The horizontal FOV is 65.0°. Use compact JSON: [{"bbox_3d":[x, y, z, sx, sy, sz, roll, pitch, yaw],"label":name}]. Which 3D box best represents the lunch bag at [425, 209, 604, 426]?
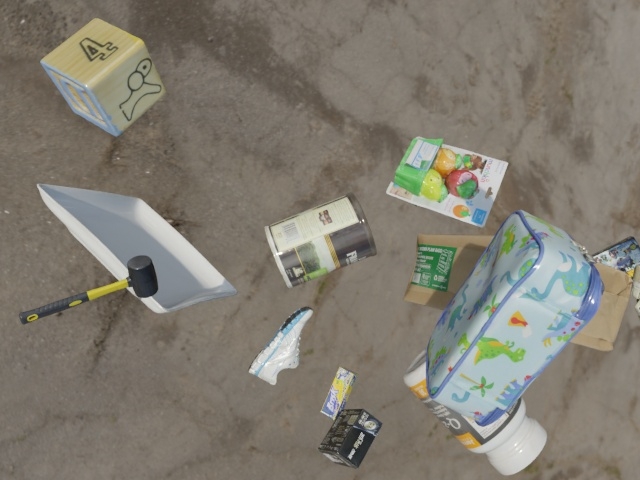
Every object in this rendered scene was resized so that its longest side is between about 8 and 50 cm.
[{"bbox_3d":[0.206,0.081,0.569,0.090,0.176,0.218,28,112,0],"label":"lunch bag"}]

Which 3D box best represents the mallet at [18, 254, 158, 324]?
[{"bbox_3d":[-0.331,0.070,0.726,0.190,0.039,0.062,-14,125,-33],"label":"mallet"}]

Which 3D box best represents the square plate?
[{"bbox_3d":[-0.364,0.022,1.046,0.049,0.347,0.344,-50,171,8],"label":"square plate"}]

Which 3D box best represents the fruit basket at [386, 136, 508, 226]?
[{"bbox_3d":[0.454,-0.230,1.784,0.327,0.353,0.165,-59,156,-29],"label":"fruit basket"}]

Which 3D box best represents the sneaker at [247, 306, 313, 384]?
[{"bbox_3d":[-0.069,0.232,1.101,0.083,0.071,0.190,39,86,-3],"label":"sneaker"}]

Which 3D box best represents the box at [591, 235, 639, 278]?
[{"bbox_3d":[0.749,0.062,1.276,0.093,0.137,0.027,59,14,0],"label":"box"}]

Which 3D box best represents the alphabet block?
[{"bbox_3d":[-0.569,-0.433,1.338,0.197,0.194,0.192,-51,160,-22],"label":"alphabet block"}]

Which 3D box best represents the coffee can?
[{"bbox_3d":[0.000,0.000,1.473,0.276,0.201,0.201,-22,116,-1],"label":"coffee can"}]

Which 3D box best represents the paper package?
[{"bbox_3d":[0.391,0.097,1.057,0.310,0.325,0.168,17,86,-22],"label":"paper package"}]

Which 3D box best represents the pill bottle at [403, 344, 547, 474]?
[{"bbox_3d":[0.324,0.340,1.062,0.278,0.162,0.162,46,61,8],"label":"pill bottle"}]

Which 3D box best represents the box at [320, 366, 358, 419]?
[{"bbox_3d":[0.065,0.522,1.719,0.054,0.059,0.168,30,82,-61],"label":"box"}]

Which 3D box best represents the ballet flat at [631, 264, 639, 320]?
[{"bbox_3d":[0.762,0.134,1.181,0.052,0.057,0.168,-34,113,-7],"label":"ballet flat"}]

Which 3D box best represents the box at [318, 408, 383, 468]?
[{"bbox_3d":[0.086,0.587,1.498,0.078,0.180,0.147,39,63,-3],"label":"box"}]
